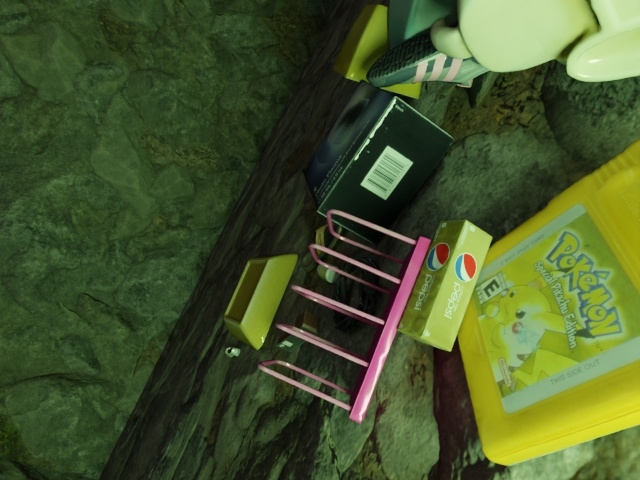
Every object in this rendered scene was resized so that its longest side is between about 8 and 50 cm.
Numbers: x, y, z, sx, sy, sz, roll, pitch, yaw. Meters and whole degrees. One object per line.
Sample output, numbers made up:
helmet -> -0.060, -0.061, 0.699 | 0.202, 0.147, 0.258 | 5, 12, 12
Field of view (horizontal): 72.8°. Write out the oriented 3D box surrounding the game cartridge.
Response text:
game cartridge -> 0.299, 0.070, 0.511 | 0.324, 0.052, 0.285 | -48, 26, 36

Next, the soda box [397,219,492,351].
soda box -> 0.182, 0.063, 0.636 | 0.061, 0.058, 0.181 | 0, 64, 66

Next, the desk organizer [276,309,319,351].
desk organizer -> -0.059, 0.234, 1.115 | 0.130, 0.047, 0.050 | -43, 27, 40

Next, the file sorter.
file sorter -> 0.040, 0.119, 0.752 | 0.202, 0.182, 0.291 | 71, -138, -76

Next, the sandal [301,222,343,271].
sandal -> 0.000, 0.000, 1.235 | 0.219, 0.060, 0.090 | -49, 26, 30

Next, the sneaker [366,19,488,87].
sneaker -> 0.248, -0.356, 0.896 | 0.318, 0.131, 0.112 | -3, 55, 40

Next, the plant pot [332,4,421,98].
plant pot -> 0.174, -0.526, 1.189 | 0.212, 0.212, 0.187 | -108, 31, -61

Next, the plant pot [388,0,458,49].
plant pot -> 0.283, -0.519, 0.987 | 0.248, 0.247, 0.252 | -100, 26, -56

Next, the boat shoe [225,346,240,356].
boat shoe -> -0.314, 0.387, 1.516 | 0.100, 0.035, 0.035 | -20, 47, 59

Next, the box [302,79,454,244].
box -> 0.114, -0.202, 1.060 | 0.296, 0.182, 0.294 | -55, 22, 17

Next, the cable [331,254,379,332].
cable -> 0.075, 0.116, 0.971 | 0.151, 0.047, 0.185 | -53, 26, 34

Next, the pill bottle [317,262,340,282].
pill bottle -> 0.019, 0.081, 1.121 | 0.043, 0.043, 0.083 | -63, 22, -2

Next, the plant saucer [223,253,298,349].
plant saucer -> -0.229, 0.184, 1.504 | 0.332, 0.081, 0.333 | -8, 57, 64

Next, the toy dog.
toy dog -> 0.387, -0.448, 0.649 | 0.395, 0.284, 0.408 | -15, 44, 59
